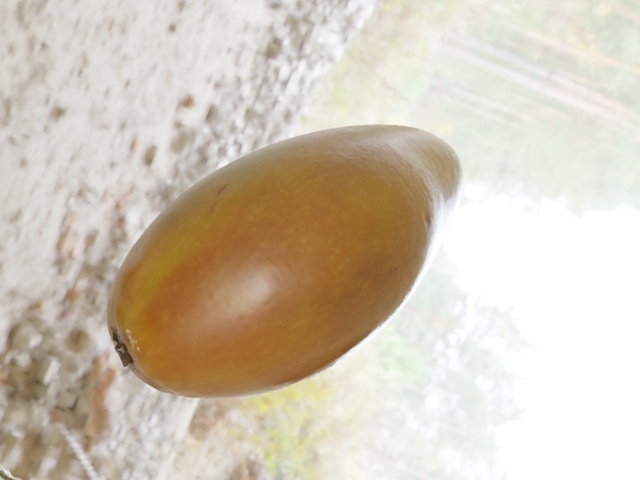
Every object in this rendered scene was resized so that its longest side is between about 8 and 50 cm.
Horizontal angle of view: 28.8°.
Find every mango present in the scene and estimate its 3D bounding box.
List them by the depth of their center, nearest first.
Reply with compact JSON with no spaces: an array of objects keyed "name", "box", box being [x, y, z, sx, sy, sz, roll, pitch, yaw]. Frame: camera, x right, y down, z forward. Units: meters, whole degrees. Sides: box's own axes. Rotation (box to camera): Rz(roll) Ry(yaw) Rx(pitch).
[{"name":"mango","box":[0.000,0.000,0.645,0.138,0.113,0.253,-32,179,44]}]

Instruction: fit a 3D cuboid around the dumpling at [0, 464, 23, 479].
[{"name":"dumpling","box":[-0.378,0.459,1.570,0.260,0.181,0.341,-79,-178,-48]}]
